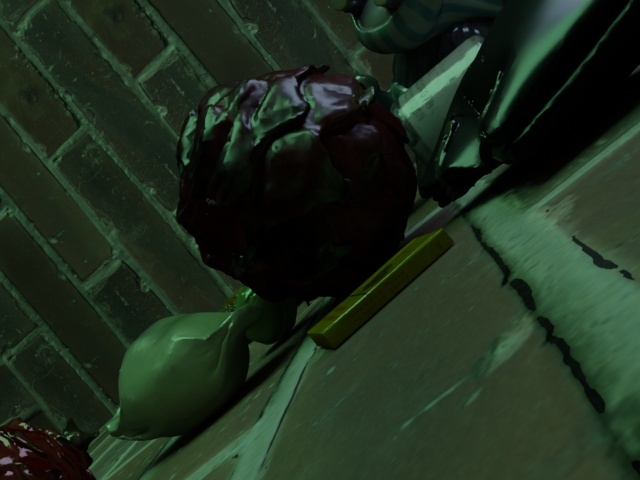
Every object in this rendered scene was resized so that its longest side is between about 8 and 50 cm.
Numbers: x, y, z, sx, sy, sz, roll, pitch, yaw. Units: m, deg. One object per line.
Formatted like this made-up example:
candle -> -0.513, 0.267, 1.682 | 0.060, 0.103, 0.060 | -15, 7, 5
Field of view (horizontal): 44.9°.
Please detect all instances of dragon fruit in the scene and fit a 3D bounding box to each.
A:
dragon fruit -> -0.333, 0.276, 0.819 | 0.172, 0.172, 0.209 | -39, -3, 26
dragon fruit -> -0.034, -0.073, 1.002 | 0.329, 0.329, 0.329 | -40, 2, 1

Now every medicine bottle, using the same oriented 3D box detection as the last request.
medicine bottle -> 0.253, -0.225, 1.163 | 0.273, 0.165, 0.165 | -39, 2, 18

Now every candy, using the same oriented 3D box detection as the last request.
candy -> -0.018, 0.065, 1.192 | 0.092, 0.093, 0.335 | -40, -6, 36

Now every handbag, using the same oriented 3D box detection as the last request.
handbag -> 0.228, -0.170, 0.804 | 0.288, 0.152, 0.342 | -52, 0, -9

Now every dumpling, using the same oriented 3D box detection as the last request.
dumpling -> -0.165, 0.155, 0.942 | 0.250, 0.132, 0.162 | -39, 5, 15

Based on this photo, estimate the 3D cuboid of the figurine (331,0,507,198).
figurine -> 0.193, -0.257, 1.315 | 0.361, 0.378, 0.266 | -4, 8, -36

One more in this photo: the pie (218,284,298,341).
pie -> -0.080, 0.081, 1.573 | 0.288, 0.103, 0.355 | -46, 3, 6

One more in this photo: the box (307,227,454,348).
box -> 0.057, 0.048, 0.759 | 0.155, 0.023, 0.087 | -40, -1, -12
